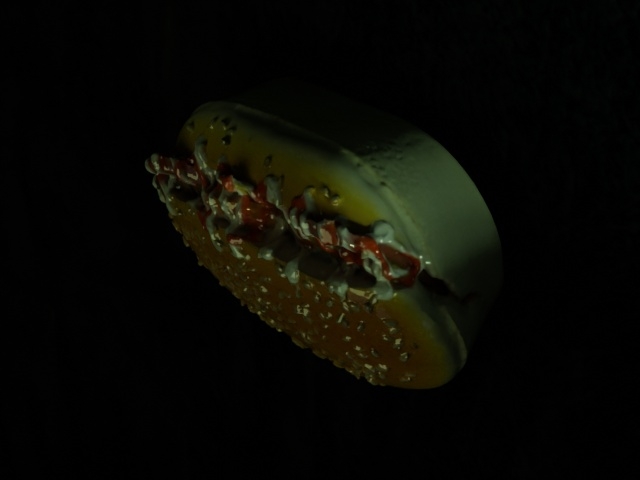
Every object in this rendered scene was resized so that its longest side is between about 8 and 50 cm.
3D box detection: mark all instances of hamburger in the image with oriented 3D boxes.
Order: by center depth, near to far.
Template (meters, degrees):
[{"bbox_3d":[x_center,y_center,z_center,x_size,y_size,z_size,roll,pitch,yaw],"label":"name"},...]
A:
[{"bbox_3d":[0.000,0.000,1.397,0.295,0.151,0.227,21,145,42],"label":"hamburger"}]
